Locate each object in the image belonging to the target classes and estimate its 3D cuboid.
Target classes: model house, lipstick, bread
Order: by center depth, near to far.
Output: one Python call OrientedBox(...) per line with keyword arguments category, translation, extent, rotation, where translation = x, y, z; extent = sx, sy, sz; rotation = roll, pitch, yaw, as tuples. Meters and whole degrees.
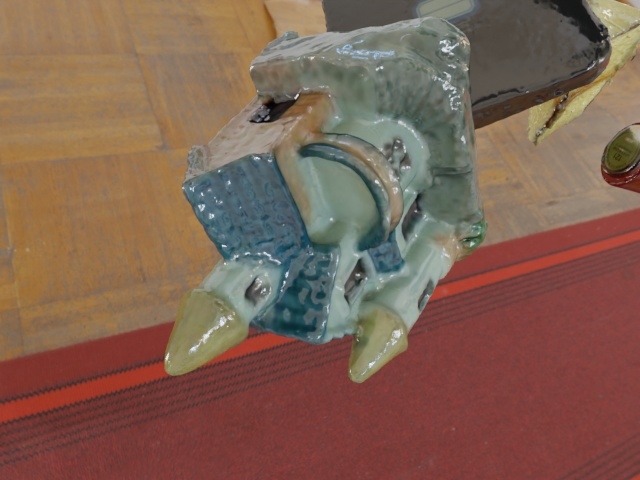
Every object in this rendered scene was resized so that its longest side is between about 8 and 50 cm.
OrientedBox(category="model house", translation=(0.000, 0.000, 0.432), extent=(0.193, 0.267, 0.325), rotation=(10, 47, 35))
OrientedBox(category="lipstick", translation=(0.462, -0.072, 0.590), extent=(0.240, 0.080, 0.080), rotation=(16, 53, -13))
OrientedBox(category="bread", translation=(0.499, -0.327, 0.939), extent=(0.178, 0.266, 0.142), rotation=(-16, 68, -12))

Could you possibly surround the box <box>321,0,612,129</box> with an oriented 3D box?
OrientedBox(category="box", translation=(0.188, -0.319, 0.724), extent=(0.358, 0.091, 0.351), rotation=(-18, 67, 17))
